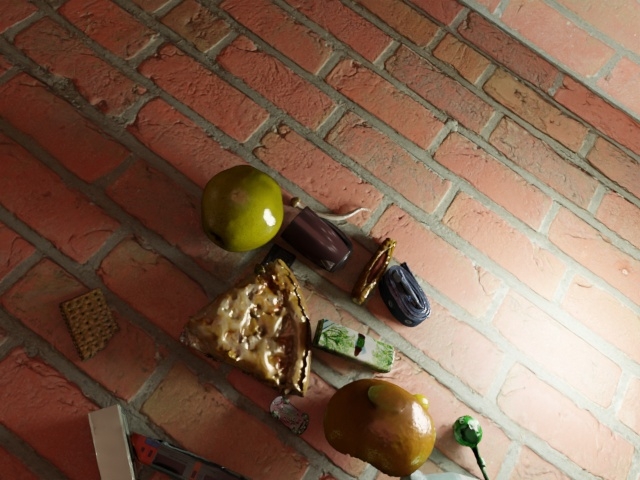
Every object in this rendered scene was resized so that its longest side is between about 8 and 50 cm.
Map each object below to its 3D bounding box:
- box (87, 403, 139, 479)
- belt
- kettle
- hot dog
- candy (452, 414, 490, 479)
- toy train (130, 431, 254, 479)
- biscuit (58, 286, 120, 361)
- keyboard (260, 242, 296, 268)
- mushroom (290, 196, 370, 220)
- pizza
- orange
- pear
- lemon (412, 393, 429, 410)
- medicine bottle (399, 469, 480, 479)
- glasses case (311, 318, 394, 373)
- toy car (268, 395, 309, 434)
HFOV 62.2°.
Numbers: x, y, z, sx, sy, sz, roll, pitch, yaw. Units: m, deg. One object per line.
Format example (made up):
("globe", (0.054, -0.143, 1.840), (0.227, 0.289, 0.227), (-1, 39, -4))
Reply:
("box", (-0.570, 0.582, 1.472), (0.086, 0.129, 0.225), (-13, 71, -19))
("belt", (0.294, 0.189, 1.841), (0.122, 0.128, 0.218), (-24, 73, -20))
("kettle", (0.000, 0.000, 1.869), (0.232, 0.144, 0.202), (42, 34, 0))
("hot dog", (0.189, 0.102, 1.882), (0.068, 0.083, 0.288), (35, 61, -3))
("candy", (0.517, 0.721, 1.703), (0.097, 0.097, 0.323), (-18, 81, -20))
("toy train", (-0.360, 0.660, 1.511), (0.410, 0.086, 0.089), (24, 66, -2))
("biscuit", (-0.709, 0.253, 1.646), (0.144, 0.016, 0.203), (-26, 74, -21))
("keyboard", (-0.209, 0.171, 1.782), (0.104, 0.041, 0.381), (30, 64, 1))
("mushroom", (0.038, -0.110, 1.967), (0.307, 0.043, 0.068), (9, 90, -11))
("pizza", (-0.172, 0.246, 1.700), (0.435, 0.080, 0.391), (32, 62, -15))
("orange", (0.177, 0.544, 1.587), (0.335, 0.196, 0.262), (26, 50, 16))
("pear", (-0.263, -0.103, 1.767), (0.295, 0.294, 0.294), (5, 66, -11))
("lemon", (0.318, 0.534, 1.735), (0.084, 0.062, 0.062), (2, 67, -13))
("medicine bottle", (0.366, 0.798, 1.537), (0.290, 0.245, 0.244), (14, 64, 3))
("glasses case", (0.111, 0.347, 1.737), (0.272, 0.062, 0.095), (24, 64, -17))
("toy car", (-0.099, 0.540, 1.641), (0.142, 0.055, 0.069), (42, 65, -9))
